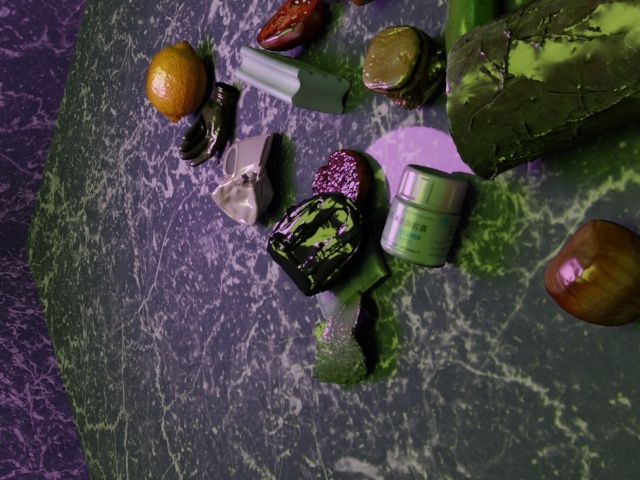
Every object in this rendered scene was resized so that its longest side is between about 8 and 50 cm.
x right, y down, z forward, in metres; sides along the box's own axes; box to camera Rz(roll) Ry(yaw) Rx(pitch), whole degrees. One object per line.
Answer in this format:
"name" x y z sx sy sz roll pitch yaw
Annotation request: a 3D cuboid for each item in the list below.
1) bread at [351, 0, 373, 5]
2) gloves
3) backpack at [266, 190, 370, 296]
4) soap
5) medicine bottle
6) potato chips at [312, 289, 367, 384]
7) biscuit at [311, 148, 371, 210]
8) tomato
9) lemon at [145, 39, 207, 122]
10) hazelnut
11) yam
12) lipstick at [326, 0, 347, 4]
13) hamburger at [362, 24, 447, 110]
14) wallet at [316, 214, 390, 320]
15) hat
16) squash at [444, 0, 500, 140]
"bread" 0.151 -0.612 1.266 0.294 0.132 0.167 -25 69 49
"gloves" -0.325 -0.339 1.859 0.135 0.107 0.268 38 100 36
"backpack" 0.000 0.000 1.351 0.206 0.133 0.258 51 123 7
"soap" -0.071 -0.387 1.505 0.265 0.159 0.088 36 117 45
"medicine bottle" 0.197 -0.048 1.183 0.135 0.135 0.169 32 112 47
"potato chips" 0.048 0.222 1.383 0.167 0.059 0.228 11 106 49
"biscuit" 0.045 -0.114 1.428 0.192 0.049 0.192 -17 68 49
"tomato" -0.061 -0.523 1.546 0.174 0.082 0.166 18 68 51
"lemon" -0.448 -0.496 1.955 0.188 0.188 0.257 27 111 48
"hazelnut" 0.418 0.051 0.922 0.150 0.150 0.150 -3 86 51
"yam" 0.360 -0.243 0.917 0.348 0.241 0.241 -16 76 44
"lipstick" 0.031 -0.686 1.459 0.077 0.079 0.253 -19 73 50
"hamburger" 0.178 -0.339 1.229 0.185 0.131 0.159 16 88 47
"wallet" 0.056 0.068 1.424 0.222 0.036 0.167 -44 55 39
"hat" -0.177 -0.173 1.695 0.219 0.164 0.226 1 50 51
"squash" 0.274 -0.340 1.128 0.101 0.101 0.379 -1 86 51
